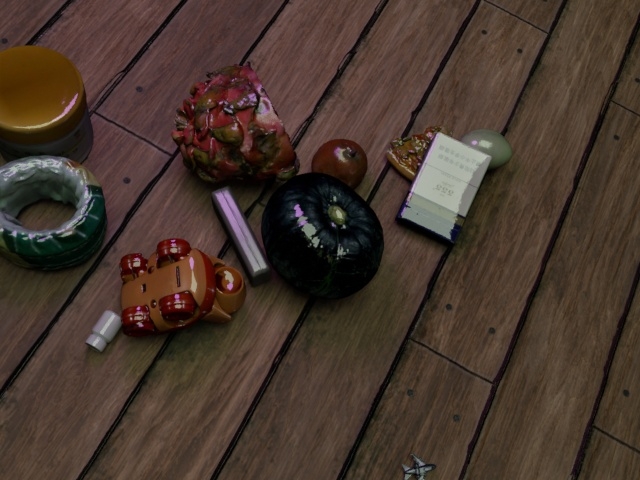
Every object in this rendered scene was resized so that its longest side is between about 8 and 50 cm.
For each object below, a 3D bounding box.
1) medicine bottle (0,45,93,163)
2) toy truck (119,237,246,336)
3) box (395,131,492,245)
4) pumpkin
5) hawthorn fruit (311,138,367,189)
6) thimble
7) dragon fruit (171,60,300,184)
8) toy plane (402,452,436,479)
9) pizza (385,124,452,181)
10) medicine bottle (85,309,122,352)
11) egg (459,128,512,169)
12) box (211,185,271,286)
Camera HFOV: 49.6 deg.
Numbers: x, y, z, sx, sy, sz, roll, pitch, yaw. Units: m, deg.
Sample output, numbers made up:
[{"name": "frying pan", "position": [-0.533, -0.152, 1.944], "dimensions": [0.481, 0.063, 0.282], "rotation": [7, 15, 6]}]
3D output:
[{"name": "medicine bottle", "position": [-0.679, -0.303, 1.664], "dimensions": [0.238, 0.232, 0.238], "rotation": [4, 65, -9]}, {"name": "toy truck", "position": [-0.315, 0.121, 1.594], "dimensions": [0.265, 0.239, 0.189], "rotation": [-20, 65, 26]}, {"name": "box", "position": [0.324, -0.134, 1.826], "dimensions": [0.168, 0.071, 0.259], "rotation": [26, 85, -1]}, {"name": "pumpkin", "position": [0.000, 0.000, 1.661], "dimensions": [0.315, 0.238, 0.315], "rotation": [20, 43, -20]}, {"name": "hawthorn fruit", "position": [0.064, -0.208, 1.798], "dimensions": [0.149, 0.189, 0.149], "rotation": [25, 44, -26]}, {"name": "thimble", "position": [-0.644, -0.061, 1.602], "dimensions": [0.288, 0.167, 0.254], "rotation": [-9, 68, -15]}, {"name": "dragon fruit", "position": [-0.230, -0.259, 1.718], "dimensions": [0.263, 0.296, 0.314], "rotation": [-27, 36, -3]}, {"name": "toy plane", "position": [0.228, 0.525, 1.588], "dimensions": [0.083, 0.031, 0.078], "rotation": [-6, 84, -11]}, {"name": "pizza", "position": [0.294, -0.244, 1.911], "dimensions": [0.226, 0.069, 0.147], "rotation": [-24, 71, -19]}, {"name": "medicine bottle", "position": [-0.492, 0.207, 1.577], "dimensions": [0.052, 0.052, 0.089], "rotation": [28, 65, 2]}, {"name": "egg", "position": [0.456, -0.251, 1.917], "dimensions": [0.152, 0.114, 0.114], "rotation": [7, 66, -8]}, {"name": "box", "position": [-0.195, -0.010, 1.697], "dimensions": [0.055, 0.103, 0.244], "rotation": [-24, 73, -13]}]
